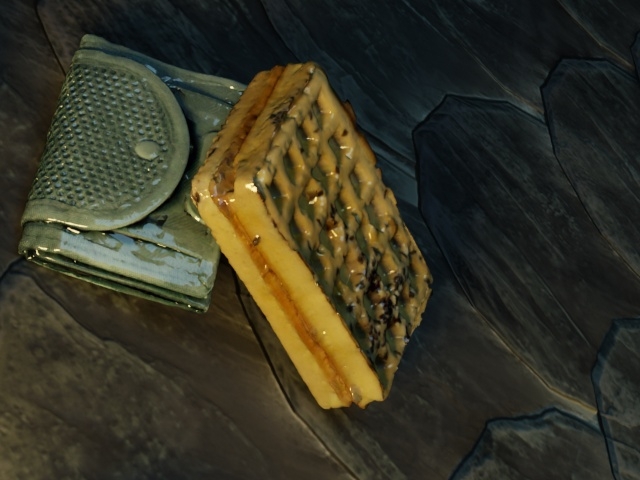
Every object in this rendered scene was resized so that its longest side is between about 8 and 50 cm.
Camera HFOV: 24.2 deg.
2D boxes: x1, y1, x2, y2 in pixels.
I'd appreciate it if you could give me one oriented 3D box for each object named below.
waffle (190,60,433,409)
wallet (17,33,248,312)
[{"bbox_3d":[0.001,0.000,1.833,0.376,0.114,0.261,61,33,-30],"label":"waffle"},{"bbox_3d":[-0.213,-0.094,1.789,0.237,0.075,0.342,18,52,-11],"label":"wallet"}]
